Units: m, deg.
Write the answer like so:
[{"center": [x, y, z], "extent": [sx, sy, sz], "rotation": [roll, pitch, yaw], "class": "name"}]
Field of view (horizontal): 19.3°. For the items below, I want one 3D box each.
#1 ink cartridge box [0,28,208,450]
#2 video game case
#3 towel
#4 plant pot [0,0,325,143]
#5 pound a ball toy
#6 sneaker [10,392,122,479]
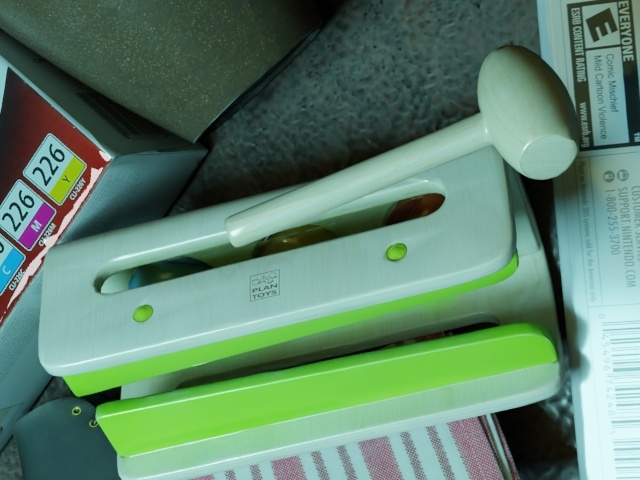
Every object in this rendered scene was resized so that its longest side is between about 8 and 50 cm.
[{"center": [-0.276, -0.020, 1.219], "extent": [0.272, 0.130, 0.309], "rotation": [41, 109, 16], "class": "ink cartridge box"}, {"center": [0.277, -0.005, 1.031], "extent": [0.300, 0.036, 0.329], "rotation": [-5, 91, 24], "class": "video game case"}, {"center": [0.012, 0.143, 1.092], "extent": [0.197, 0.029, 0.144], "rotation": [-22, 51, 4], "class": "towel"}, {"center": [-0.113, -0.177, 1.116], "extent": [0.215, 0.215, 0.230], "rotation": [-41, 92, 20], "class": "plant pot"}, {"center": [0.000, 0.000, 1.048], "extent": [0.319, 0.208, 0.135], "rotation": [-15, 45, 12], "class": "pound a ball toy"}, {"center": [-0.100, 0.138, 1.180], "extent": [0.222, 0.083, 0.118], "rotation": [-19, 81, 21], "class": "sneaker"}]
